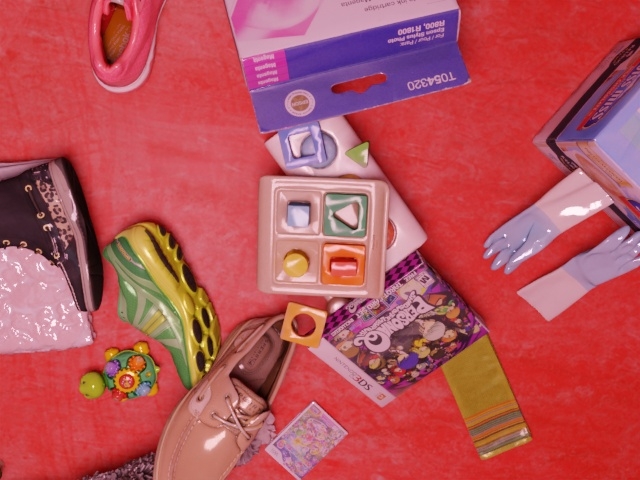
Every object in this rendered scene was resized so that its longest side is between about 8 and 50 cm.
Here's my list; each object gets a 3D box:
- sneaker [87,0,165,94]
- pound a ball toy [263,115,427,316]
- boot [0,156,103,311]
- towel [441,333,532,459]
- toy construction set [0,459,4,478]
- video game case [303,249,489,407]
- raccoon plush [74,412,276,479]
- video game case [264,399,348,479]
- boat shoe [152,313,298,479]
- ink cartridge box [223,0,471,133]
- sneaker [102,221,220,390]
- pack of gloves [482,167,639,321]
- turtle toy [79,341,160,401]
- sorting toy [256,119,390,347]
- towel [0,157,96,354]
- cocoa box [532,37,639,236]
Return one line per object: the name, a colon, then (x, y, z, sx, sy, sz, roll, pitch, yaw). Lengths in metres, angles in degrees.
sneaker: (-0.274, -0.373, 1.056, 0.116, 0.136, 0.313, 10, 97, -8)
pound a ball toy: (0.022, -0.038, 1.135, 0.208, 0.136, 0.319, -35, 100, 0)
boot: (-0.434, 0.007, 1.073, 0.179, 0.085, 0.236, -13, 94, -4)
towel: (0.287, 0.270, 1.265, 0.102, 0.021, 0.237, -25, 100, -2)
toy construction set: (-0.653, 0.366, 1.079, 0.309, 0.237, 0.257, 37, 93, -10)
video game case: (0.126, 0.151, 1.162, 0.232, 0.041, 0.210, -38, 124, 12)
raccoon plush: (-0.309, 0.427, 1.186, 0.446, 0.299, 0.216, -26, 110, -41)
video game case: (-0.025, 0.350, 1.251, 0.122, 0.011, 0.087, -45, 100, 2)
boat shoe: (-0.137, 0.249, 1.083, 0.122, 0.110, 0.341, 38, 54, -19)
ink cartridge box: (0.026, -0.348, 1.054, 0.324, 0.071, 0.330, -15, 70, -4)
sneaker: (-0.254, 0.112, 1.161, 0.124, 0.109, 0.295, -16, 104, 23)
pack of gloves: (0.396, 0.024, 1.169, 0.195, 0.046, 0.232, 42, 124, -8)
turtle toy: (-0.328, 0.226, 1.175, 0.130, 0.066, 0.095, -12, 99, -4)
sorting toy: (0.000, 0.000, 1.054, 0.196, 0.047, 0.347, 3, 102, 6)
towel: (-0.545, 0.035, 1.134, 0.332, 0.053, 0.316, -5, 99, -4)
cocoa box: (0.566, -0.126, 1.126, 0.347, 0.228, 0.231, 42, 93, -10)
